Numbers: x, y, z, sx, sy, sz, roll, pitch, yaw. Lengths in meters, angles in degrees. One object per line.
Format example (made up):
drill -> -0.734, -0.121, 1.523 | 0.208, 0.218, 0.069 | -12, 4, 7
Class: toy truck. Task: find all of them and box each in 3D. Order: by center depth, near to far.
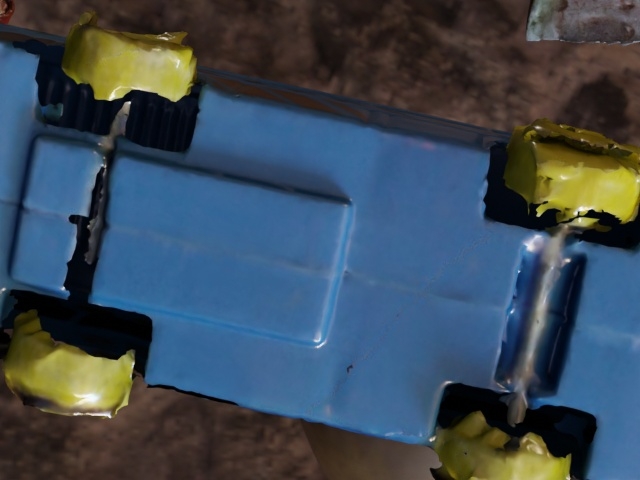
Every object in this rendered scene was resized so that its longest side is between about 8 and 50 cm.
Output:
toy truck -> 0.000, 0.000, 0.705 | 0.385, 0.162, 0.161 | 12, -80, 3

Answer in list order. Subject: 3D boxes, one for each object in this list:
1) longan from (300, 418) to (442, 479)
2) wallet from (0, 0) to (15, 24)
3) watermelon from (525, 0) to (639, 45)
longan -> 0.062, 0.090, 1.020 | 0.189, 0.189, 0.189 | -8, -104, 37
wallet -> -0.259, -0.091, 0.877 | 0.204, 0.142, 0.045 | 128, -23, -48
watermelon -> 0.279, -0.182, 0.978 | 0.305, 0.224, 0.180 | 3, -118, 30
